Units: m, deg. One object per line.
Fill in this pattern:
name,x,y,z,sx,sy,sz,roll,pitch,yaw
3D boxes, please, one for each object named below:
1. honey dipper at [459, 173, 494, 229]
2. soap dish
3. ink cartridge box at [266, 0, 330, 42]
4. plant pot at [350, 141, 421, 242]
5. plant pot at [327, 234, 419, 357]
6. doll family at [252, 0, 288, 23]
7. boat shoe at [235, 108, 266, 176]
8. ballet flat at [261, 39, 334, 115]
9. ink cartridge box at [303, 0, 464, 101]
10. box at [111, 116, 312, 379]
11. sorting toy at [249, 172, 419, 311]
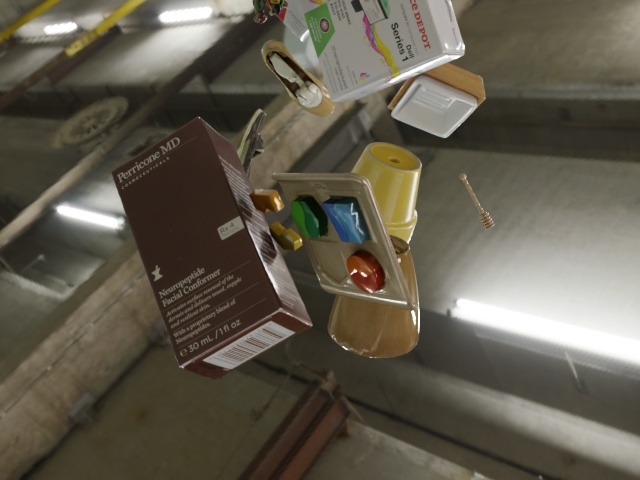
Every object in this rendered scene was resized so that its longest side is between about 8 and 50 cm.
honey dipper,0.409,-0.105,2.003,0.030,0.161,0.030,-30,-179,1
soap dish,0.359,-0.448,2.357,0.291,0.228,0.118,131,-21,-72
ink cartridge box,-0.032,-0.615,1.926,0.175,0.127,0.072,-44,180,8
plant pot,0.171,-0.136,2.148,0.253,0.239,0.254,14,-148,-9
plant pot,0.145,0.120,1.897,0.237,0.255,0.237,4,-154,-2
doll family,-0.107,-0.560,1.677,0.076,0.193,0.111,-9,-117,-16
boat shoe,-0.193,-0.260,2.122,0.080,0.073,0.224,124,-11,-74
ballet flat,-0.057,-0.372,1.791,0.080,0.232,0.073,-41,-160,18
ink cartridge box,0.131,-0.431,1.577,0.278,0.202,0.117,-17,-177,33
box,-0.183,0.009,1.247,0.191,0.143,0.381,-31,-116,10
sorting toy,0.000,0.000,1.141,0.041,0.229,0.307,-37,-156,-28
